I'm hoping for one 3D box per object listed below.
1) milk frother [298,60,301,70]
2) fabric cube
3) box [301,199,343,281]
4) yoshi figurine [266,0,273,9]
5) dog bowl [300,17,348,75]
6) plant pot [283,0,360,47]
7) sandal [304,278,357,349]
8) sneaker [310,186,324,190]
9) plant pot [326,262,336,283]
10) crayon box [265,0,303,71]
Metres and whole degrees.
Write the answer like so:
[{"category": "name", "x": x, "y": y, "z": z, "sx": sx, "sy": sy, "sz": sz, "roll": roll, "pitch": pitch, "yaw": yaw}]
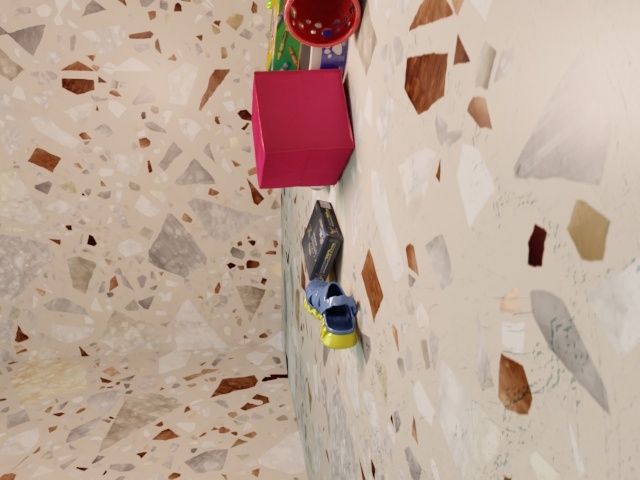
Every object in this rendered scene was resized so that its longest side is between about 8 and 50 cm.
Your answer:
[{"category": "milk frother", "x": -0.045, "y": -0.585, "z": 1.722, "sx": 0.143, "sy": 0.135, "sz": 0.129, "roll": -173, "pitch": 82, "yaw": -81}, {"category": "fabric cube", "x": -0.062, "y": -0.319, "z": 1.486, "sx": 0.258, "sy": 0.259, "sz": 0.254, "roll": 119, "pitch": 145, "yaw": -70}, {"category": "box", "x": 0.000, "y": 0.000, "z": 1.667, "sx": 0.232, "sy": 0.059, "sz": 0.183, "roll": -103, "pitch": 29, "yaw": -55}, {"category": "yoshi figurine", "x": -0.085, "y": -0.784, "z": 1.778, "sx": 0.362, "sy": 0.203, "sz": 0.203, "roll": -100, "pitch": 6, "yaw": -56}, {"category": "dog bowl", "x": 0.005, "y": -0.597, "z": 1.514, "sx": 0.265, "sy": 0.104, "sz": 0.264, "roll": 179, "pitch": 90, "yaw": -80}, {"category": "plant pot", "x": 0.001, "y": -0.618, "z": 1.278, "sx": 0.191, "sy": 0.191, "sz": 0.174, "roll": 106, "pitch": 163, "yaw": -61}, {"category": "sandal", "x": 0.035, "y": 0.179, "z": 1.465, "sx": 0.317, "sy": 0.126, "sz": 0.138, "roll": -132, "pitch": 44, "yaw": -63}, {"category": "sneaker", "x": -0.018, "y": -0.246, "z": 1.848, "sx": 0.115, "sy": 0.105, "sz": 0.281, "roll": 54, "pitch": -174, "yaw": -32}, {"category": "plant pot", "x": 0.022, "y": 0.137, "z": 1.764, "sx": 0.236, "sy": 0.033, "sz": 0.236, "roll": 179, "pitch": 90, "yaw": -81}, {"category": "crayon box", "x": -0.104, "y": -0.629, "z": 1.522, "sx": 0.165, "sy": 0.081, "sz": 0.278, "roll": -118, "pitch": 34, "yaw": -65}]
